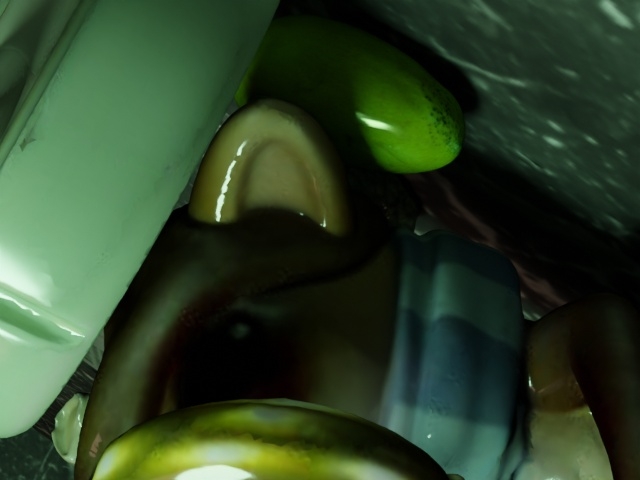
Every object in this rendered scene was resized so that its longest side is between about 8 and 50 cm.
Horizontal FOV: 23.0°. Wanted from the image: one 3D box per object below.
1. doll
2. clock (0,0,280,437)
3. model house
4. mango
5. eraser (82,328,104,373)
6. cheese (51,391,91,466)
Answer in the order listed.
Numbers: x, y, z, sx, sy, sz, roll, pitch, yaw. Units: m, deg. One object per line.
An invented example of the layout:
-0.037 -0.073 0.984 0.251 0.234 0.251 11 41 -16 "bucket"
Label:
0.059 0.101 0.664 0.340 0.209 0.318 25 162 -7 "doll"
-0.109 -0.041 0.602 0.109 0.265 0.324 31 161 -10 "clock"
0.000 0.000 0.801 0.066 0.083 0.079 45 161 -24 "model house"
0.012 -0.059 0.665 0.108 0.056 0.073 23 165 24 "mango"
-0.174 0.064 1.337 0.089 0.061 0.352 33 163 6 "eraser"
-0.119 0.201 1.485 0.249 0.070 0.163 22 162 -40 "cheese"
